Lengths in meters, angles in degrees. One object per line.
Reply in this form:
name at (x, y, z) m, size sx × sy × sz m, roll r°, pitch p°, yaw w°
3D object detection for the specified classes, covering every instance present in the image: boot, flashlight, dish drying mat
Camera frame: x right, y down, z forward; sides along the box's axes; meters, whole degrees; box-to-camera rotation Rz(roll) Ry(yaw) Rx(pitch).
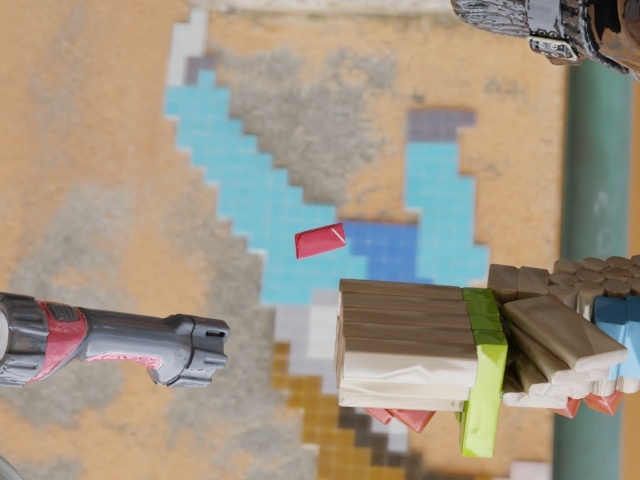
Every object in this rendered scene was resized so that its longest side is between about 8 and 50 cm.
boot at (0.239, -0.238, 1.279) m, size 0.260 × 0.131 × 0.348 m, roll 31°, pitch 173°, yaw 19°
flashlight at (-0.246, 0.123, 1.580) m, size 0.103 × 0.103 × 0.304 m, roll -3°, pitch 169°, yaw 43°
dish drying mat at (0.000, 0.000, 1.711) m, size 0.008 × 0.032 × 0.083 m, roll 4°, pitch -167°, yaw 43°

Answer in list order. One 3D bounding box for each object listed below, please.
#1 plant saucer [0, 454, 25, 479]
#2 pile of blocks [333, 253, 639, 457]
plant saucer at (-0.429, 0.384, 1.389) m, size 0.400 × 0.400 × 0.101 m, roll 15°, pitch -177°, yaw -42°
pile of blocks at (0.168, 0.088, 0.960) m, size 0.362 × 0.112 × 0.149 m, roll -7°, pitch -154°, yaw -23°
